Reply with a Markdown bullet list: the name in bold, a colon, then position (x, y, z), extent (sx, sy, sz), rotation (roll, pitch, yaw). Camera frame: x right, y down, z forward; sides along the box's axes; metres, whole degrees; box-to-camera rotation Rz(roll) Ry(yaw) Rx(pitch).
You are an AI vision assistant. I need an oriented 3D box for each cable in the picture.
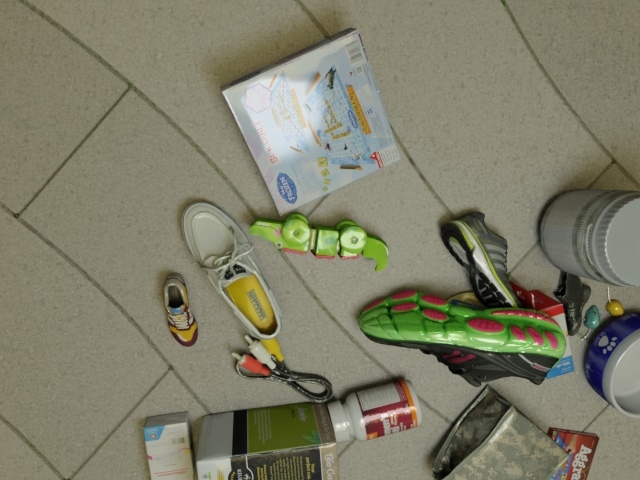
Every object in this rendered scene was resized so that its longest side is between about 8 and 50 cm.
- **cable**: position (-0.098, 0.337, 1.424), extent (0.287, 0.072, 0.139), rotation (43, 89, -11)

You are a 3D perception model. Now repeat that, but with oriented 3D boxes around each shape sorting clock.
- **shape sorting clock**: position (0.386, 0.235, 1.487), extent (0.206, 0.040, 0.206), rotation (-1, 99, -4)

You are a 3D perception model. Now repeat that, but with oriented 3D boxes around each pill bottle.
- **pill bottle**: position (0.135, 0.436, 1.451), extent (0.221, 0.121, 0.121), rotation (-13, 102, -5)

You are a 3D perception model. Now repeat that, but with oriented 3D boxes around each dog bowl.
- **dog bowl**: position (0.846, 0.329, 1.514), extent (0.265, 0.104, 0.264), rotation (-4, 108, -13)

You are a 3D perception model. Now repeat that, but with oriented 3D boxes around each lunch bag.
- **lunch bag**: position (0.453, 0.575, 1.496), extent (0.235, 0.169, 0.287), rotation (40, 89, -13)

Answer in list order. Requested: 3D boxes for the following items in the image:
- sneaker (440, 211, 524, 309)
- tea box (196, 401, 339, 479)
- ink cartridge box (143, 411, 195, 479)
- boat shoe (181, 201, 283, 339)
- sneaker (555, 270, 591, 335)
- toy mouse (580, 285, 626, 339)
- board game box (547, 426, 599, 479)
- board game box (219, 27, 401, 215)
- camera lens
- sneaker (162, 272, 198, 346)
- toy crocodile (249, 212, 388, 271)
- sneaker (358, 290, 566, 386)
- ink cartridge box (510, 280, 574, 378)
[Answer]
- **sneaker**: position (0.427, 0.057, 1.419), extent (0.121, 0.111, 0.299), rotation (-35, 98, -20)
- **tea box**: position (-0.119, 0.605, 1.398), extent (0.324, 0.220, 0.328), rotation (-4, 101, -6)
- **ink cartridge box**: position (-0.373, 0.530, 1.430), extent (0.105, 0.061, 0.181), rotation (-6, 101, -6)
- **boat shoe**: position (-0.199, 0.070, 1.297), extent (0.136, 0.156, 0.367), rotation (-28, 92, -11)
- **sneaker**: position (0.651, 0.160, 1.507), extent (0.089, 0.051, 0.170), rotation (18, 93, -10)
- **toy mouse**: position (0.763, 0.228, 1.542), extent (0.143, 0.031, 0.161), rotation (-37, 103, 0)
- **board game box**: position (0.679, 0.670, 1.616), extent (0.145, 0.027, 0.281), rotation (10, 99, -11)
- **board game box**: position (-0.014, -0.261, 1.290), extent (0.318, 0.066, 0.318), rotation (-25, 118, -3)
- **camera lens**: position (0.676, -0.011, 1.356), extent (0.220, 0.274, 0.219), rotation (-1, 96, -8)
- **sneaker**: position (-0.337, 0.174, 1.357), extent (0.070, 0.084, 0.185), rotation (-14, 102, -5)
- **toy crocodile**: position (0.000, 0.000, 1.354), extent (0.341, 0.115, 0.105), rotation (8, 100, -9)
- **sneaker**: position (0.321, 0.254, 1.368), extent (0.483, 0.185, 0.202), rotation (9, 120, 14)
- **ink cartridge box**: position (0.561, 0.215, 1.460), extent (0.078, 0.134, 0.230), rotation (-16, 103, -4)
